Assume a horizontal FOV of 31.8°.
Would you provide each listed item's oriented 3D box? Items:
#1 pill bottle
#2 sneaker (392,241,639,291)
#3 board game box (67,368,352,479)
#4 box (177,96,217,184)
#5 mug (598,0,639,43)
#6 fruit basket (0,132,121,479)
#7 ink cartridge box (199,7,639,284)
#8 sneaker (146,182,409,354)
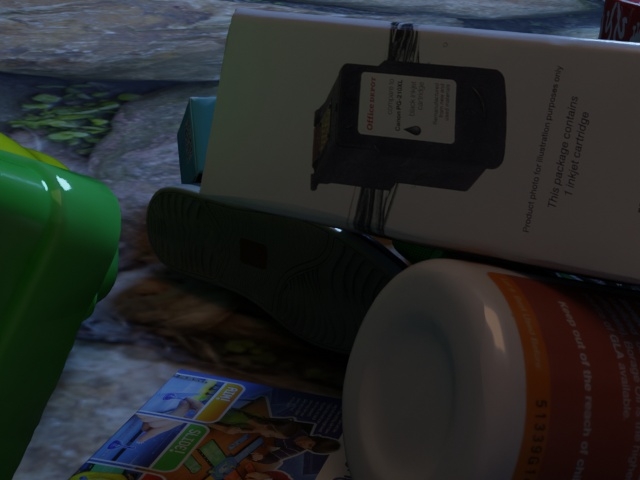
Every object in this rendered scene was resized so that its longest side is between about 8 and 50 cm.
[{"bbox_3d":[0.129,0.081,0.506,0.216,0.121,0.121,10,20,-27],"label":"pill bottle"},{"bbox_3d":[0.205,0.009,0.716,0.343,0.146,0.134,19,-7,3],"label":"sneaker"},{"bbox_3d":[-0.041,0.123,0.510,0.136,0.035,0.201,9,18,15],"label":"board game box"},{"bbox_3d":[0.014,-0.077,0.890,0.244,0.060,0.100,-4,-10,-14],"label":"box"},{"bbox_3d":[0.262,-0.123,0.932,0.113,0.169,0.150,-7,27,-17],"label":"mug"},{"bbox_3d":[-0.257,0.035,0.541,0.392,0.283,0.392,22,-13,5],"label":"fruit basket"},{"bbox_3d":[0.086,-0.041,0.557,0.237,0.100,0.172,12,1,31],"label":"ink cartridge box"},{"bbox_3d":[0.000,0.000,0.752,0.222,0.083,0.118,24,27,33],"label":"sneaker"}]
